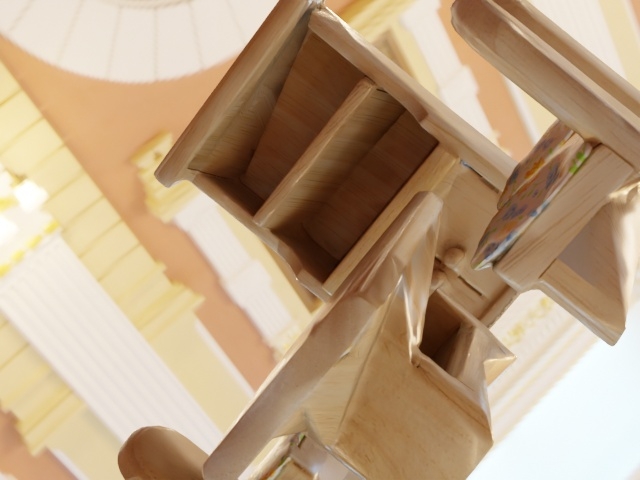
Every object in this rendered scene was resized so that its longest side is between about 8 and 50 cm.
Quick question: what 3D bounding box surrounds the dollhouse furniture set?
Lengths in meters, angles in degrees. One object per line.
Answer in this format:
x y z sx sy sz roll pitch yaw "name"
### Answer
0.000 0.000 0.703 0.362 0.256 0.394 -52 178 19 "dollhouse furniture set"
